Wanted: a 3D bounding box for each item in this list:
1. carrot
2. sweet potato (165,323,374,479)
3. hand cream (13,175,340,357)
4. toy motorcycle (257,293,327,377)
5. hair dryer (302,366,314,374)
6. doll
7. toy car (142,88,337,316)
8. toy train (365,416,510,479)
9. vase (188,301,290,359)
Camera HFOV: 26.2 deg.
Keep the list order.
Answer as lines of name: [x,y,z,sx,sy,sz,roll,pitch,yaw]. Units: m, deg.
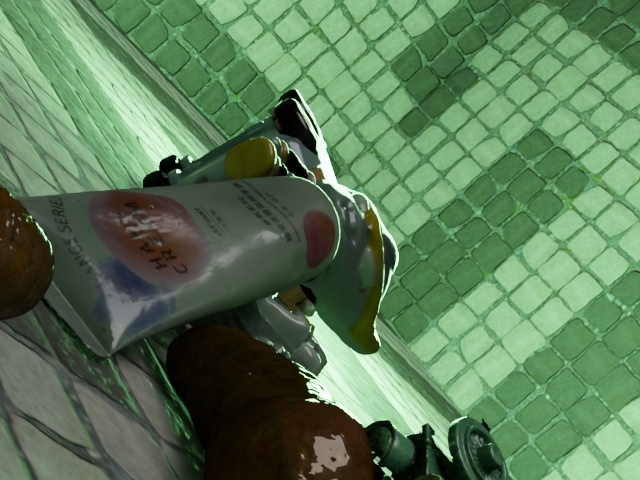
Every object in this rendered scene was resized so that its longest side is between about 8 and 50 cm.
carrot: [-0.187,-0.025,0.598,0.186,0.060,0.060,43,6,-41]
sweet potato: [-0.034,0.113,0.800,0.097,0.097,0.292,47,-5,-17]
hand cream: [-0.081,0.001,0.933,0.124,0.078,0.341,50,26,16]
toy motorcycle: [-0.056,0.064,1.172,0.151,0.074,0.228,41,-12,47]
hair dryer: [0.004,0.172,1.094,0.150,0.047,0.071,59,4,-6]
doll: [0.000,-0.005,1.236,0.145,0.103,0.316,57,10,27]
toy car: [-0.054,-0.024,1.464,0.212,0.180,0.270,61,5,-9]
toy train: [0.119,0.265,0.989,0.307,0.126,0.189,47,35,-23]
vase: [-0.067,0.066,1.016,0.081,0.081,0.148,46,8,-34]
